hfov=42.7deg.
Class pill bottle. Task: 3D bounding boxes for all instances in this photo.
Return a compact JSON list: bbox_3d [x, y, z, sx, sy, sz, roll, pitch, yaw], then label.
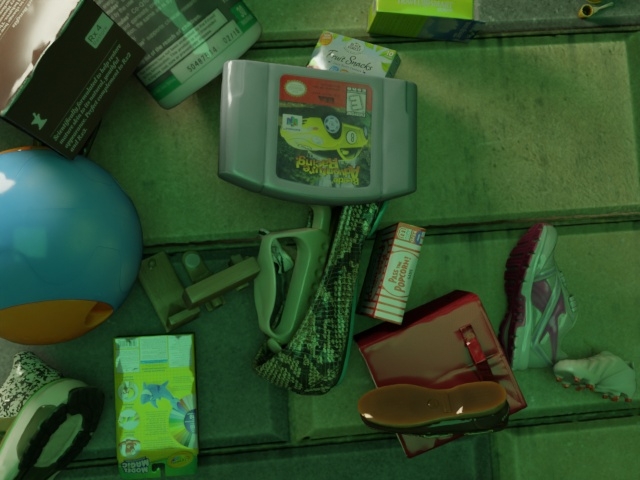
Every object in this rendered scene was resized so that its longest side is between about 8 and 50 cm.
[{"bbox_3d":[-0.271,-0.394,1.222,0.204,0.204,0.361,-41,107,-6],"label":"pill bottle"}]

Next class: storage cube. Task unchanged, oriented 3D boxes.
[{"bbox_3d":[0.176,0.198,1.270,0.193,0.215,0.183,-24,90,0],"label":"storage cube"}]

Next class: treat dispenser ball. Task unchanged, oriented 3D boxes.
[{"bbox_3d":[-0.404,0.007,1.185,0.288,0.288,0.288,0,87,-5],"label":"treat dispenser ball"}]

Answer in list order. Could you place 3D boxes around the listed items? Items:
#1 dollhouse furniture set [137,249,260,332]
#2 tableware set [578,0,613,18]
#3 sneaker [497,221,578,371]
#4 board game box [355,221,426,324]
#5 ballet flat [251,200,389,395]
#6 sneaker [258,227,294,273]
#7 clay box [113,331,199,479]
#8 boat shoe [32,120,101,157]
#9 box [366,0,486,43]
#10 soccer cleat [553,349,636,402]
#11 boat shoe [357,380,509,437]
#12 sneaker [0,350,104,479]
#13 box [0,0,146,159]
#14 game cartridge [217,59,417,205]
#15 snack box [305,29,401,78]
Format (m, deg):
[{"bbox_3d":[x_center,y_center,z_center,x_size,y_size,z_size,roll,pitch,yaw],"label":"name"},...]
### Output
[{"bbox_3d":[-0.195,0.043,1.262,0.144,0.151,0.123,-26,80,-21],"label":"dollhouse furniture set"},{"bbox_3d":[0.441,-0.460,1.423,0.104,0.024,0.154,-24,90,-6],"label":"tableware set"},{"bbox_3d":[0.367,0.097,1.352,0.111,0.103,0.252,7,94,-6],"label":"sneaker"},{"bbox_3d":[0.107,0.052,1.277,0.045,0.193,0.146,16,85,-5],"label":"board game box"},{"bbox_3d":[0.000,0.000,1.278,0.182,0.164,0.482,17,87,-24],"label":"ballet flat"},{"bbox_3d":[-0.079,0.018,1.343,0.037,0.032,0.083,-38,90,-6],"label":"sneaker"},{"bbox_3d":[-0.259,0.260,1.301,0.128,0.053,0.221,-2,87,-6],"label":"clay box"},{"bbox_3d":[-0.375,-0.262,1.294,0.111,0.104,0.307,12,85,-3],"label":"boat shoe"},{"bbox_3d":[0.172,-0.367,1.350,0.178,0.109,0.042,4,85,-5],"label":"box"},{"bbox_3d":[0.449,0.213,1.343,0.196,0.068,0.076,21,71,-34],"label":"soccer cleat"},{"bbox_3d":[0.157,0.244,1.137,0.207,0.073,0.073,-3,132,12],"label":"boat shoe"},{"bbox_3d":[-0.514,0.343,1.257,0.182,0.158,0.410,38,85,29],"label":"sneaker"},{"bbox_3d":[-0.449,-0.281,1.176,0.381,0.143,0.191,29,83,37],"label":"box"},{"bbox_3d":[0.001,-0.149,1.187,0.294,0.060,0.195,4,83,-14],"label":"game cartridge"},{"bbox_3d":[0.048,-0.277,1.339,0.141,0.037,0.100,23,83,25],"label":"snack box"}]
